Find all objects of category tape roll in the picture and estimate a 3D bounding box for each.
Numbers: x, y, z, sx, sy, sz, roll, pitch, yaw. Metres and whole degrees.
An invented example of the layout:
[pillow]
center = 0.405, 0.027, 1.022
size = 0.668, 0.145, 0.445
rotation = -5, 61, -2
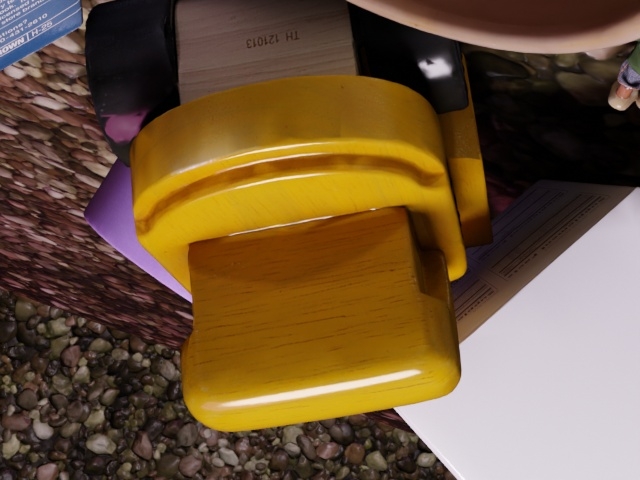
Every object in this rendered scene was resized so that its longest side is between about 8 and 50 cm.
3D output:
[tape roll]
center = -0.085, 0.010, 1.059
size = 0.274, 0.090, 0.275
rotation = 32, -179, -1

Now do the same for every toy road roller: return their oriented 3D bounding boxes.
[toy road roller]
center = 0.000, 0.000, 0.658
size = 0.202, 0.241, 0.329
rotation = -9, 158, 8

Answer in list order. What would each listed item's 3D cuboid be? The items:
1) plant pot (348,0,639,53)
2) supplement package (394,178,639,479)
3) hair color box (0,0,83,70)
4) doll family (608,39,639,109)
[plant pot]
center = 0.028, -0.168, 0.335
size = 0.237, 0.110, 0.237
rotation = 27, 169, 6
[supplement package]
center = 0.174, 0.094, 0.782
size = 0.199, 0.198, 0.263
rotation = 49, -178, -4
[hair color box]
center = -0.195, -0.210, 0.486
size = 0.174, 0.105, 0.347
rotation = 55, 165, 6
[doll family]
center = 0.252, -0.076, 0.613
size = 0.193, 0.076, 0.111
rotation = 12, 154, 1
